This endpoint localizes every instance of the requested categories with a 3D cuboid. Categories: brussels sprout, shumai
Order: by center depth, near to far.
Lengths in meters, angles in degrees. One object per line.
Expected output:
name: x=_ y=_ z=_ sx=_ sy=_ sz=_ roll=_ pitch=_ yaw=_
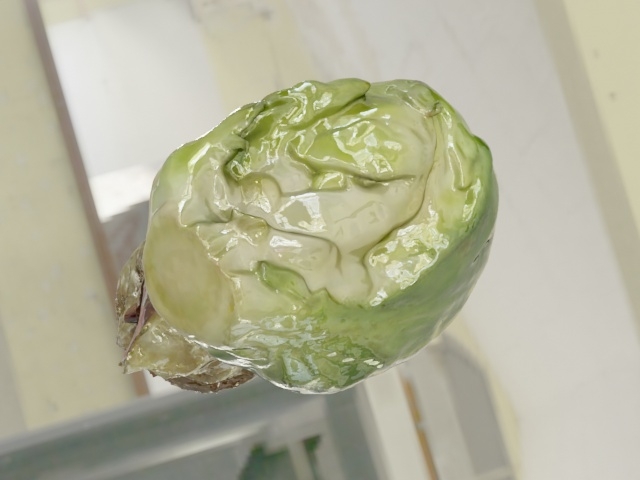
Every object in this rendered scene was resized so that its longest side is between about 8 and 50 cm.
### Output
brussels sprout: x=-0.002 y=0.003 z=0.748 sx=0.131 sy=0.183 sz=0.145 roll=64 pitch=-23 yaw=14
shumai: x=-0.067 y=0.026 z=0.949 sx=0.105 sy=0.139 sz=0.123 roll=68 pitch=10 yaw=-74
